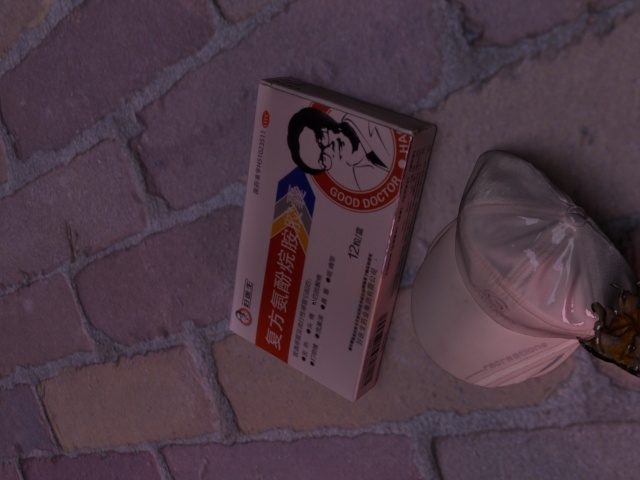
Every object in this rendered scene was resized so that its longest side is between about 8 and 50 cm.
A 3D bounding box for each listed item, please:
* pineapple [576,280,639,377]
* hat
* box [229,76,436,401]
[{"bbox_3d":[0.362,0.002,0.502,0.263,0.262,0.271,22,95,30],"label":"pineapple"},{"bbox_3d":[0.173,0.047,0.689,0.226,0.164,0.219,-47,74,16],"label":"hat"},{"bbox_3d":[0.000,0.000,0.849,0.214,0.069,0.353,25,118,28],"label":"box"}]
